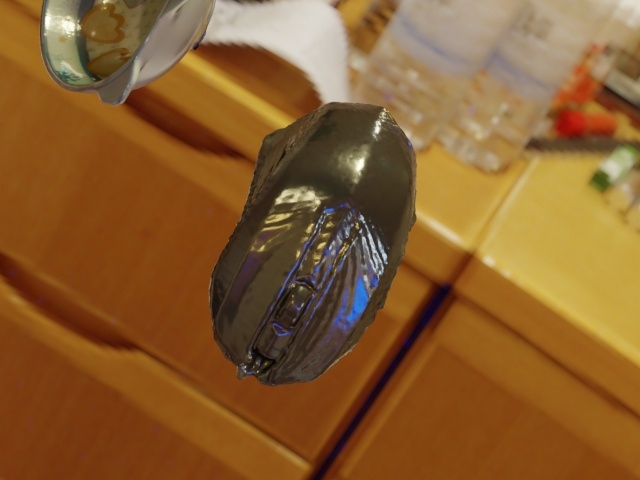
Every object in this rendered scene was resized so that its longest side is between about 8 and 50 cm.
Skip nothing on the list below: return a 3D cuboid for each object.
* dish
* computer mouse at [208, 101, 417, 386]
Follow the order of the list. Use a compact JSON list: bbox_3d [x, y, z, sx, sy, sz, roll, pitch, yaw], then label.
[{"bbox_3d":[-0.140,-0.212,1.515,0.086,0.236,0.228,20,-16,-39],"label":"dish"},{"bbox_3d":[0.000,0.000,0.964,0.099,0.172,0.057,28,-11,-12],"label":"computer mouse"}]
